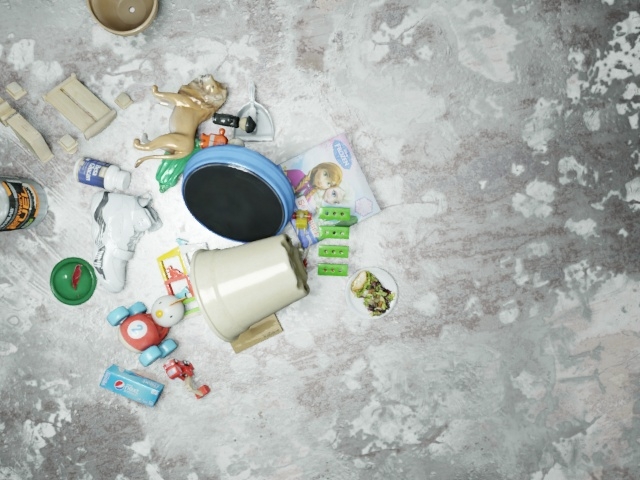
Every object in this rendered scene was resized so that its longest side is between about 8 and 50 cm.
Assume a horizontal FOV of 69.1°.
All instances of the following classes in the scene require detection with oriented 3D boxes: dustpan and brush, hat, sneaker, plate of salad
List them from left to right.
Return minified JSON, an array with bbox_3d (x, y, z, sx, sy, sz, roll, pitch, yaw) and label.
[{"bbox_3d":[-0.904,0.145,1.626,0.172,0.183,0.209,20,93,-3],"label":"hat"},{"bbox_3d":[-0.681,0.000,1.646,0.210,0.137,0.366,-5,91,1],"label":"sneaker"},{"bbox_3d":[-0.244,-0.465,1.667,0.147,0.060,0.211,-1,94,-2],"label":"dustpan and brush"},{"bbox_3d":[0.191,0.200,1.734,0.199,0.048,0.200,0,93,-2],"label":"plate of salad"}]

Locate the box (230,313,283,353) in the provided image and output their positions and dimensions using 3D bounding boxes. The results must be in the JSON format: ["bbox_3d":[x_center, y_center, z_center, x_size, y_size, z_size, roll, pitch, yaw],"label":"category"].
[{"bbox_3d":[-0.264,0.309,1.740,0.201,0.021,0.165,-25,94,0],"label":"box"}]

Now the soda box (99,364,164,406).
[{"bbox_3d":[-0.695,0.536,1.717,0.210,0.071,0.067,24,92,-3],"label":"soda box"}]

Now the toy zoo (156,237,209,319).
[{"bbox_3d":[-0.482,0.131,1.716,0.192,0.030,0.294,-18,94,0],"label":"toy zoo"}]

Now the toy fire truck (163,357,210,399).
[{"bbox_3d":[-0.485,0.505,1.689,0.047,0.192,0.135,-35,66,0],"label":"toy fire truck"}]

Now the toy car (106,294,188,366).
[{"bbox_3d":[-0.565,0.269,1.624,0.238,0.210,0.219,-43,83,8],"label":"toy car"}]

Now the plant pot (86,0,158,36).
[{"bbox_3d":[-0.668,-0.818,1.604,0.237,0.110,0.238,0,95,-1],"label":"plant pot"}]

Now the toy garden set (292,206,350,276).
[{"bbox_3d":[0.000,0.000,1.652,0.203,0.049,0.245,3,101,2],"label":"toy garden set"}]

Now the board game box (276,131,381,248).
[{"bbox_3d":[0.010,-0.179,1.691,0.317,0.066,0.319,-27,96,0],"label":"board game box"}]

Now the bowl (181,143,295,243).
[{"bbox_3d":[-0.281,-0.139,1.557,0.390,0.077,0.391,8,137,7],"label":"bowl"}]

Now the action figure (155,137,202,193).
[{"bbox_3d":[-0.523,-0.275,1.667,0.137,0.063,0.232,27,87,-1],"label":"action figure"}]

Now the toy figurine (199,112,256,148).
[{"bbox_3d":[-0.309,-0.313,1.594,0.148,0.213,0.210,10,135,1],"label":"toy figurine"}]

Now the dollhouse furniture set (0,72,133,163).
[{"bbox_3d":[-0.910,-0.464,1.651,0.303,0.174,0.355,44,67,-4],"label":"dollhouse furniture set"}]

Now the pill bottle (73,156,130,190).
[{"bbox_3d":[-0.772,-0.231,1.649,0.169,0.094,0.094,15,93,-3],"label":"pill bottle"}]

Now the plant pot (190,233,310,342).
[{"bbox_3d":[-0.212,0.132,1.553,0.305,0.334,0.334,-21,94,8],"label":"plant pot"}]

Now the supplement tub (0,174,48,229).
[{"bbox_3d":[-1.076,-0.123,1.536,0.193,0.316,0.194,0,95,-2],"label":"supplement tub"}]

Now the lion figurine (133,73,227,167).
[{"bbox_3d":[-0.473,-0.399,1.590,0.240,0.142,0.393,14,76,-11],"label":"lion figurine"}]
